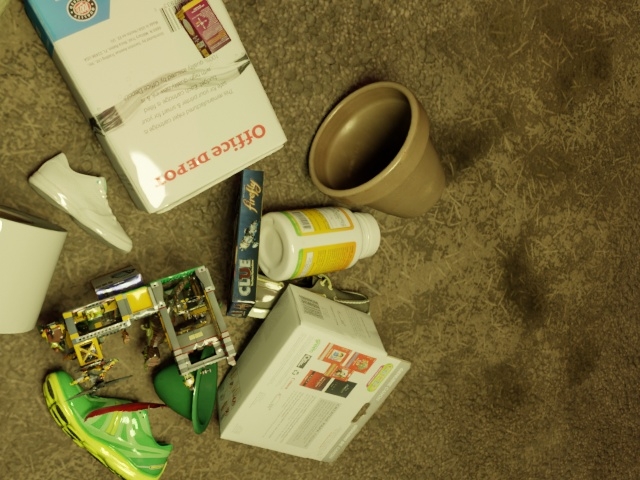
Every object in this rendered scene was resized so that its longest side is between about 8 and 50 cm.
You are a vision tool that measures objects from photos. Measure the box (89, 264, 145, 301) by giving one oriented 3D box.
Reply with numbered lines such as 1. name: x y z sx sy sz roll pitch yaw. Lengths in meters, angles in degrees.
1. box: -0.366 0.078 1.098 0.081 0.136 0.028 -21 105 -21

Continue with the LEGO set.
1. LEGO set: -0.298 0.188 1.077 0.331 0.255 0.192 -17 83 -30

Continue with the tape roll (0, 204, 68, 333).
1. tape roll: -0.544 0.027 0.949 0.246 0.246 0.169 19 89 -26

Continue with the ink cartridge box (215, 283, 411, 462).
1. ink cartridge box: -0.018 0.280 1.231 0.272 0.130 0.309 24 112 -26

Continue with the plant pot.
1. plant pot: 0.143 -0.156 1.270 0.229 0.263 0.263 35 81 -42

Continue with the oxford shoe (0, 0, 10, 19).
1. oxford shoe: -0.549 -0.401 0.943 0.140 0.146 0.397 35 83 -28

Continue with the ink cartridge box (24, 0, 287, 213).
1. ink cartridge box: -0.282 -0.283 1.075 0.285 0.166 0.395 -31 108 -19

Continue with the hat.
1. hat: -0.308 0.277 1.172 0.183 0.208 0.173 4 69 3

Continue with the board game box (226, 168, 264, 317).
1. board game box: -0.142 0.011 1.139 0.042 0.165 0.243 5 73 -11

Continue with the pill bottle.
1. pill bottle: 0.000 0.000 1.252 0.245 0.136 0.136 -8 100 -38

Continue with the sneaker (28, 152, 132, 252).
1. sneaker: -0.409 -0.068 1.099 0.212 0.080 0.094 45 66 -22

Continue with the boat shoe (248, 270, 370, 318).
1. boat shoe: -0.027 0.115 1.281 0.305 0.109 0.091 6 99 -22

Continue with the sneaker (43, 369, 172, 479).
1. sneaker: -0.400 0.341 1.150 0.295 0.109 0.123 52 54 -21

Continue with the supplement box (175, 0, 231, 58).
1. supplement box: -0.190 -0.345 0.989 0.043 0.055 0.083 -40 111 -17
